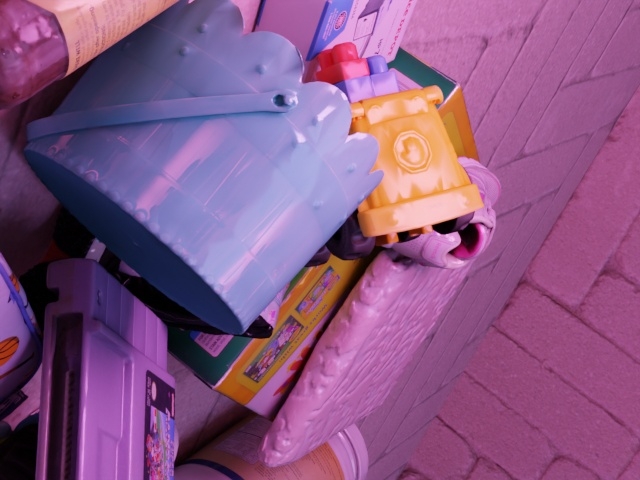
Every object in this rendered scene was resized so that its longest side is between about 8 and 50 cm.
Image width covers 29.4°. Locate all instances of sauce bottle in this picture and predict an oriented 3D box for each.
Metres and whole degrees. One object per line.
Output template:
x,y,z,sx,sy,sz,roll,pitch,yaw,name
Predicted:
-0.203,-0.165,0.860,0.344,0.111,0.111,-43,159,-31,sauce bottle

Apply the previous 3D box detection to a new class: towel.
0.072,0.129,1.607,0.317,0.053,0.331,-18,141,-61,towel

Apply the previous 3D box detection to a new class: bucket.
-0.103,-0.064,1.038,0.183,0.281,0.281,-51,161,-15,bucket

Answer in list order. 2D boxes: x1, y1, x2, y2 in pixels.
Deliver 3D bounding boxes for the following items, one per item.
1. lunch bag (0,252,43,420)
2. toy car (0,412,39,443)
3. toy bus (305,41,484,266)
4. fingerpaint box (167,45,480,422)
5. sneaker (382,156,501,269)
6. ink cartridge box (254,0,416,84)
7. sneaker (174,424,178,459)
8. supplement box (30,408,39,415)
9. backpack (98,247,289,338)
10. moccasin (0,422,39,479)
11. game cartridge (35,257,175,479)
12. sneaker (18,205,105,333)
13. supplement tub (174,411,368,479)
-0.354,0.098,0.978,0.243,0.115,0.303,-43,158,-21,lunch bag
-0.298,0.253,1.308,0.136,0.159,0.182,-48,161,-37,toy car
0.038,-0.090,1.242,0.150,0.211,0.220,-16,180,-25,toy bus
0.000,0.000,1.548,0.444,0.163,0.371,-51,160,-4,fingerpaint box
0.158,-0.020,1.457,0.252,0.111,0.103,-26,147,-52,sneaker
0.019,-0.240,1.297,0.191,0.082,0.139,-31,152,-44,ink cartridge box
-0.274,0.313,1.606,0.212,0.080,0.094,-50,149,-4,sneaker
-0.308,0.227,1.420,0.062,0.036,0.098,-34,154,-42,supplement box
-0.124,0.038,1.280,0.152,0.182,0.115,44,59,-66,backpack
-0.316,0.266,1.023,0.147,0.139,0.380,-59,178,12,moccasin
-0.189,0.217,1.100,0.230,0.068,0.354,52,34,-66,game cartridge
-0.244,0.035,1.171,0.075,0.057,0.161,74,39,-69,sneaker
-0.088,0.398,1.942,0.316,0.228,0.228,-30,151,-49,supplement tub
